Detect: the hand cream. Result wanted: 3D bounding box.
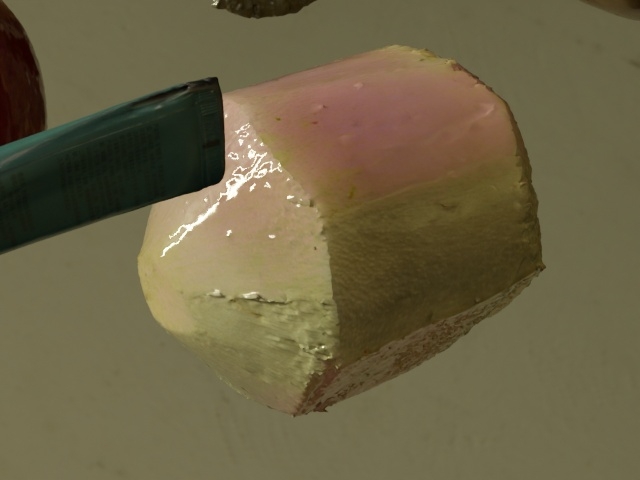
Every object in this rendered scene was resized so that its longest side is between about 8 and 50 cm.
[{"bbox_3d":[-0.153,-0.022,0.729,0.224,0.048,0.083,-19,-36,-16],"label":"hand cream"}]

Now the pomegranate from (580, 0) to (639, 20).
[{"bbox_3d":[0.269,-0.297,1.185,0.248,0.248,0.248,-48,-23,-29],"label":"pomegranate"}]

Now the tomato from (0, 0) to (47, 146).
[{"bbox_3d":[-0.385,-0.090,1.157,0.325,0.290,0.293,-46,-5,1],"label":"tomato"}]

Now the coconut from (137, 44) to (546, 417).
[{"bbox_3d":[0.000,0.000,0.959,0.245,0.233,0.233,-19,-37,-20],"label":"coconut"}]

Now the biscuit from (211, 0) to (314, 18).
[{"bbox_3d":[-0.018,-0.380,1.828,0.290,0.141,0.038,-48,22,-1],"label":"biscuit"}]
